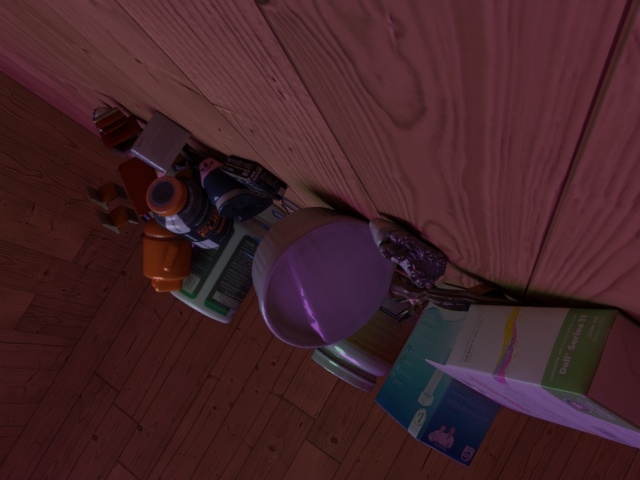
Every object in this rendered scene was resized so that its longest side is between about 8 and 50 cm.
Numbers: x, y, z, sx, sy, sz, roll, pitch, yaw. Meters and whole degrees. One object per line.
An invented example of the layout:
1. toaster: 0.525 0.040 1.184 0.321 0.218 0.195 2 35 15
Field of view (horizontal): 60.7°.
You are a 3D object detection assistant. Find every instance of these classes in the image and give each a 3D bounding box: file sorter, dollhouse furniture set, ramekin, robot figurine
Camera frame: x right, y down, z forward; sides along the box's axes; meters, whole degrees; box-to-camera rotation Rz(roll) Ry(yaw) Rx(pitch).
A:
1. file sorter: -0.096 -0.008 1.333 0.104 0.170 0.118 34 175 1
2. dollhouse furniture set: -0.462 -0.185 1.360 0.259 0.262 0.135 61 180 15
3. ramekin: -0.007 0.060 1.045 0.273 0.273 0.127 35 -176 -38
4. robot figurine: -0.402 0.023 1.441 0.128 0.220 0.158 6 -169 12

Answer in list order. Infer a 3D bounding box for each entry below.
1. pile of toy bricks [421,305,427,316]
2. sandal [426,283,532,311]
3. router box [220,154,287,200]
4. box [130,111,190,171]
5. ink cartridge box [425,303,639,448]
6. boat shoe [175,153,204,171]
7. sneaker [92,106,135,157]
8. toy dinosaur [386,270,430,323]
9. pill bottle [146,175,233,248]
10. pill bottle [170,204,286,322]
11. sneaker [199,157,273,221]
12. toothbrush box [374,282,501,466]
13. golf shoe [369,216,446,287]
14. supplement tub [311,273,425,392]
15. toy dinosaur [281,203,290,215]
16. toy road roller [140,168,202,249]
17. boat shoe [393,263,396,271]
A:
1. pile of toy bricks: 0.387 0.276 1.644 0.118 0.105 0.212 24 172 46
2. sandal: 0.271 0.098 0.926 0.180 0.049 0.072 11 152 25
3. router box: -0.137 -0.129 1.127 0.092 0.038 0.122 34 173 -39
4. box: -0.348 -0.210 1.184 0.087 0.102 0.101 34 173 -19
5. ink cartridge box: 0.338 0.190 0.811 0.207 0.119 0.353 31 165 -16
6. boat shoe: -0.388 -0.229 1.470 0.183 0.066 0.066 19 167 12
7. sneaker: -0.552 -0.308 1.575 0.086 0.085 0.237 -2 155 26
8. toy dinosaur: 0.148 0.107 1.363 0.200 0.127 0.295 26 -175 -46
9. pill bottle: -0.310 -0.070 1.291 0.130 0.131 0.245 28 174 20
10. pill bottle: -0.260 0.038 1.585 0.204 0.361 0.204 30 174 3
11. sneaker: -0.200 -0.125 1.321 0.131 0.112 0.319 57 -179 6
12. toothbrush box: 0.263 0.250 1.086 0.126 0.296 0.216 31 174 -15
13. golf shoe: 0.145 0.014 0.902 0.176 0.069 0.086 39 -170 -42
14. supplement tub: 0.134 0.237 1.529 0.228 0.316 0.228 30 174 3
15. toy dinosaur: 0.000 0.000 1.475 0.268 0.064 0.118 39 177 -41
16. toy road roller: -0.401 -0.157 1.713 0.202 0.241 0.329 31 137 -7
17. boat shoe: 0.085 0.029 1.245 0.183 0.065 0.083 20 162 45
